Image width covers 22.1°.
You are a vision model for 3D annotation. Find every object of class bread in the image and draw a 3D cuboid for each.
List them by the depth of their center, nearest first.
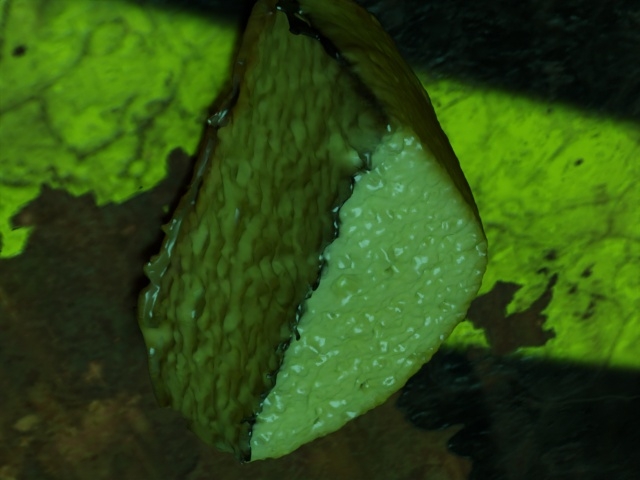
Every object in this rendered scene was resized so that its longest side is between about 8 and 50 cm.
[{"bbox_3d":[0.009,-0.005,0.820,0.134,0.129,0.260,-8,135,-34],"label":"bread"}]
